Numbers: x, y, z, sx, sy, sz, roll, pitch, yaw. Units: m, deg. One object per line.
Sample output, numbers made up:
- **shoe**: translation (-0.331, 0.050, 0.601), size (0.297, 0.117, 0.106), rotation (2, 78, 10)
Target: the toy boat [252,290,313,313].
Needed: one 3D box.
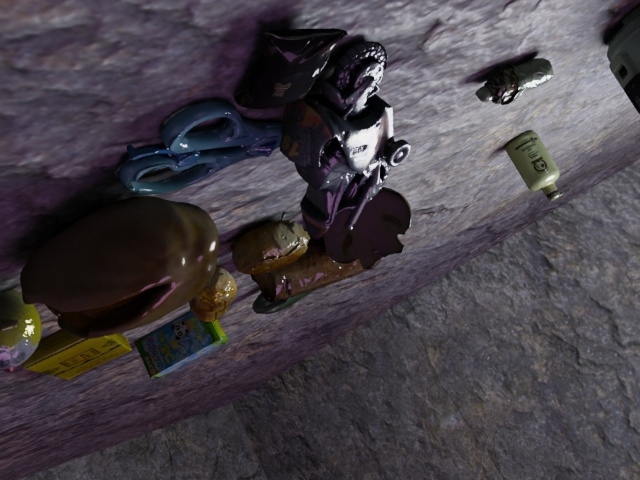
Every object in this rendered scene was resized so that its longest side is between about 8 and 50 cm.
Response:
- **toy boat**: translation (-0.063, 0.100, 1.908), size (0.260, 0.078, 0.085), rotation (-34, 142, 20)

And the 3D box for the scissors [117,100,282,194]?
- **scissors**: translation (-0.089, -0.128, 1.063), size (0.392, 0.032, 0.180), rotation (-14, 162, -47)

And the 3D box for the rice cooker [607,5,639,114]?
- **rice cooker**: translation (0.648, -0.312, 1.397), size (0.241, 0.227, 0.280), rotation (-26, 167, -8)

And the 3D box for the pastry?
- **pastry**: translation (-0.094, 0.015, 1.493), size (0.153, 0.081, 0.153), rotation (-29, 171, -5)

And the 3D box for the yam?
- **yam**: translation (-0.007, 0.042, 1.683), size (0.279, 0.131, 0.131), rotation (-19, 165, -27)

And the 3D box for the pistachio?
- **pistachio**: translation (-0.264, 0.027, 1.050), size (0.287, 0.197, 0.166), rotation (-14, 130, 25)

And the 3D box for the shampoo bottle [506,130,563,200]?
- **shampoo bottle**: translation (0.489, -0.161, 1.799), size (0.079, 0.162, 0.079), rotation (-25, 167, -7)

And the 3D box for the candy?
- **candy**: translation (-0.321, 0.235, 1.851), size (0.194, 0.097, 0.062), rotation (-29, 168, 5)

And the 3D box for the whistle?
- **whistle**: translation (-0.479, 0.141, 1.164), size (0.122, 0.123, 0.223), rotation (-17, 178, -38)

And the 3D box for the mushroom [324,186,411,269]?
- **mushroom**: translation (0.100, -0.033, 1.597), size (0.188, 0.141, 0.117), rotation (-29, -171, 19)

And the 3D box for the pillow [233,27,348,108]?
- **pillow**: translation (-0.038, -0.190, 0.891), size (0.090, 0.048, 0.150), rotation (-25, 170, -27)

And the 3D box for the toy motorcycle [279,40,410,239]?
- **toy motorcycle**: translation (0.025, -0.125, 1.068), size (0.173, 0.108, 0.307), rotation (-36, 150, -18)

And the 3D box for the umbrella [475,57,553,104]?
- **umbrella**: translation (0.320, -0.263, 1.320), size (0.143, 0.062, 0.067), rotation (-25, -163, -15)

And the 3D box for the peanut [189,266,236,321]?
- **peanut**: translation (-0.218, 0.108, 1.604), size (0.087, 0.087, 0.207), rotation (-23, 169, -20)

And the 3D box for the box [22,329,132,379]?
- **box**: translation (-0.485, 0.221, 1.606), size (0.153, 0.041, 0.279), rotation (-25, 167, -7)
